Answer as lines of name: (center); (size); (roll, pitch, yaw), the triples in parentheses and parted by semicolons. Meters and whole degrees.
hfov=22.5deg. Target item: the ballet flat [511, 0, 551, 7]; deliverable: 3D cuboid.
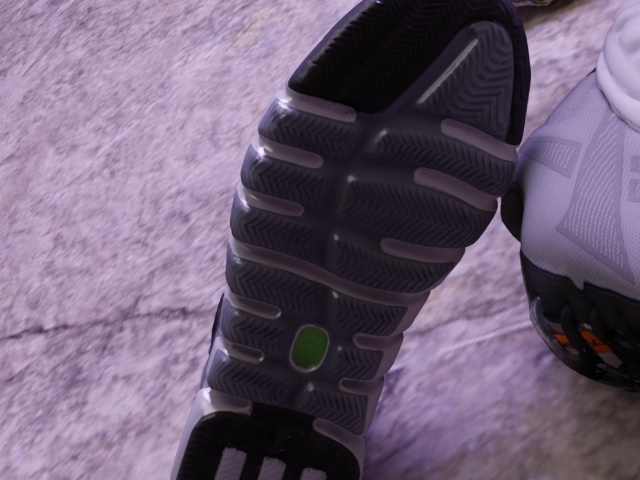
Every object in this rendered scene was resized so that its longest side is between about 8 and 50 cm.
ballet flat: (0.133, -0.170, 0.777); (0.241, 0.091, 0.077); (-17, 4, 35)

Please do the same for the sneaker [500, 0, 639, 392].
sneaker: (0.117, 0.015, 0.473); (0.108, 0.100, 0.271); (-46, 17, 13)

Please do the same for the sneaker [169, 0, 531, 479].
sneaker: (0.000, 0.000, 0.596); (0.132, 0.086, 0.228); (-99, 32, -74)
